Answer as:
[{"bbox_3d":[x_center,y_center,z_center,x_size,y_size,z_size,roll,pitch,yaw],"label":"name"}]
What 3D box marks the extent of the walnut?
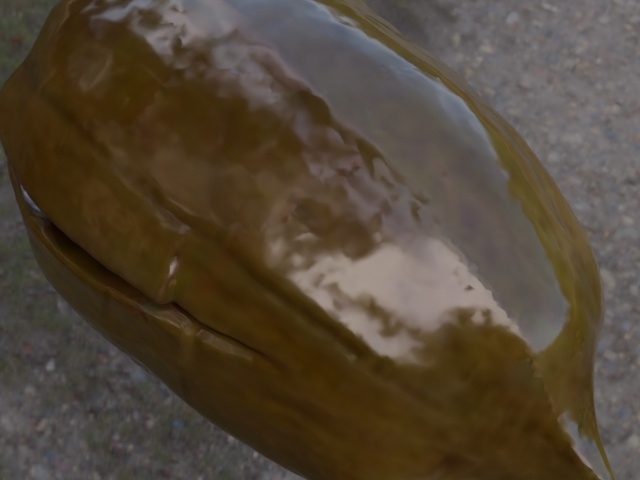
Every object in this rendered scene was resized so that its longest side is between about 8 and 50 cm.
[{"bbox_3d":[0.000,0.000,0.539,0.336,0.209,0.209,40,50,19],"label":"walnut"}]
